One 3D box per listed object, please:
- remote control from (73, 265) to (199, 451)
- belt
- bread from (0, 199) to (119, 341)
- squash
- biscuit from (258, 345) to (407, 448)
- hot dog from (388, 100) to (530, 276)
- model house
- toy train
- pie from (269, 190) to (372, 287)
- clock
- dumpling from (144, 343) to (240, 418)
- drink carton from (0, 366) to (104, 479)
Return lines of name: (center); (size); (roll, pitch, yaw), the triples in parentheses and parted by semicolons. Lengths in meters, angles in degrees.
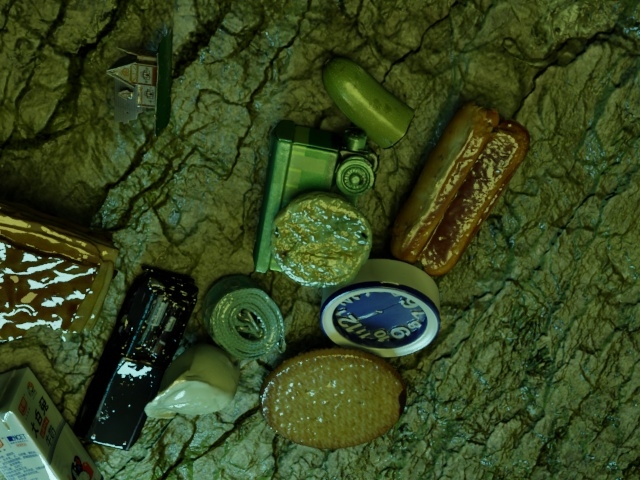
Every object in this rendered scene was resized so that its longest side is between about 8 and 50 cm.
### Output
remote control: (-0.352, 0.240, 1.985); (0.144, 0.062, 0.399); (17, 111, -20)
belt: (-0.150, 0.148, 1.973); (0.147, 0.082, 0.163); (-14, 115, -17)
bread: (-0.547, 0.070, 1.790); (0.314, 0.191, 0.370); (19, 123, -26)
squash: (0.072, -0.249, 1.822); (0.188, 0.095, 0.095); (37, 104, -22)
biscuit: (0.024, 0.319, 2.088); (0.305, 0.038, 0.305); (-2, 131, -2)
hot dog: (0.250, -0.096, 1.922); (0.158, 0.117, 0.349); (20, 113, -18)
model house: (-0.302, -0.268, 1.726); (0.088, 0.117, 0.167); (7, 117, 2)
toy train: (-0.009, -0.067, 1.863); (0.202, 0.120, 0.301); (10, 114, -2)
pie: (0.000, 0.000, 1.804); (0.186, 0.041, 0.187); (2, 115, 4)
clock: (0.115, 0.131, 1.978); (0.230, 0.083, 0.230); (3, 141, 3)
dumpling: (-0.249, 0.282, 1.947); (0.179, 0.252, 0.131); (-35, 85, 16)
drink carton: (-0.544, 0.405, 1.978); (0.106, 0.130, 0.315); (-18, 120, 12)
